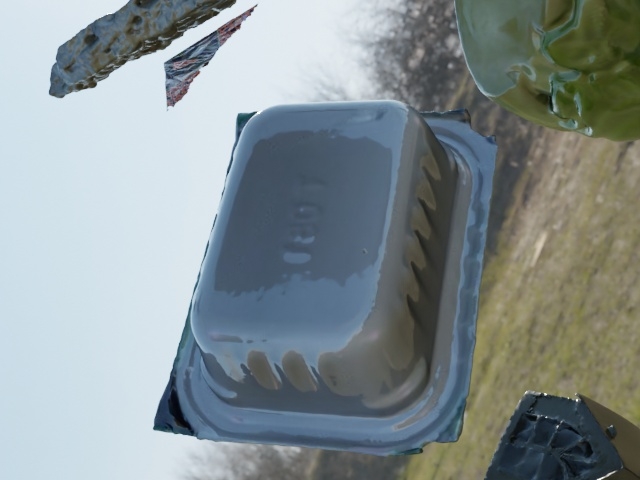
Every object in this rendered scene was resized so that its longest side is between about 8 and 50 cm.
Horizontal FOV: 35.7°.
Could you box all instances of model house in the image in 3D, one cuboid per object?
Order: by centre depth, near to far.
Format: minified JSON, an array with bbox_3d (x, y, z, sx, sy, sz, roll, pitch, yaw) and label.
[{"bbox_3d":[0.313,0.281,0.987,0.243,0.211,0.204,1,61,57],"label":"model house"}]

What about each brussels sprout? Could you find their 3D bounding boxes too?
[{"bbox_3d":[0.297,-0.251,1.071,0.247,0.328,0.328,-17,40,50],"label":"brussels sprout"}]

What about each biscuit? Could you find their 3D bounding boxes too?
[{"bbox_3d":[-0.083,-0.189,0.745,0.290,0.038,0.141,-27,10,20],"label":"biscuit"}]

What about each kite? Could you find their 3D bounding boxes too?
[{"bbox_3d":[-0.181,-0.250,1.368,0.222,0.125,0.008,-55,-52,-25],"label":"kite"}]

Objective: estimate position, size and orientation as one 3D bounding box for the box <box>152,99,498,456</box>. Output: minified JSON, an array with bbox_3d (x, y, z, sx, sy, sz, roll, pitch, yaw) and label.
[{"bbox_3d":[0.000,0.000,0.834,0.106,0.264,0.336,63,-147,-52],"label":"box"}]
